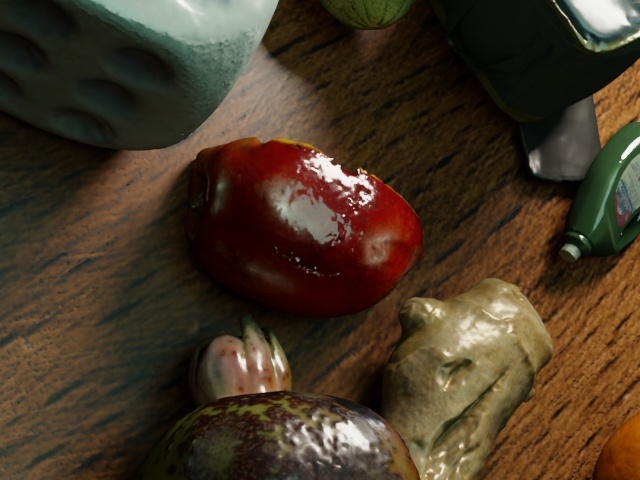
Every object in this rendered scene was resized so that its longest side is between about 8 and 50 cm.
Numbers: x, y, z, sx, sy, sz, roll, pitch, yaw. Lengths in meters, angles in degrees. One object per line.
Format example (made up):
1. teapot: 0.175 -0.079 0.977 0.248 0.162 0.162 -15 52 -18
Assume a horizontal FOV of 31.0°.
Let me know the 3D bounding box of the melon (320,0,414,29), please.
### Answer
1. melon: 0.048 -0.334 1.314 0.139 0.139 0.192 -5 83 -32

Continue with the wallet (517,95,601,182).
1. wallet: 0.300 -0.208 1.497 0.146 0.030 0.285 2 76 -34

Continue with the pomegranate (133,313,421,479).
1. pomegranate: -0.046 0.214 1.041 0.285 0.285 0.340 9 49 -29

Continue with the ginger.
1. ginger: 0.134 0.179 1.224 0.190 0.126 0.354 40 58 -21

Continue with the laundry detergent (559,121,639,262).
1. laundry detergent: 0.369 -0.042 1.459 0.211 0.063 0.137 -49 134 -26

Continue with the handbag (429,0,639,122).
1. handbag: 0.274 -0.299 1.353 0.222 0.241 0.263 -29 85 -18

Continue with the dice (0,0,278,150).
1. dice: -0.196 -0.255 1.067 0.265 0.268 0.262 26 65 -24

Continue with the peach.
1. peach: -0.004 0.005 1.183 0.267 0.159 0.153 26 70 -25

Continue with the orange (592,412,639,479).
1. orange: 0.441 0.314 1.315 0.284 0.226 0.283 7 77 -34
